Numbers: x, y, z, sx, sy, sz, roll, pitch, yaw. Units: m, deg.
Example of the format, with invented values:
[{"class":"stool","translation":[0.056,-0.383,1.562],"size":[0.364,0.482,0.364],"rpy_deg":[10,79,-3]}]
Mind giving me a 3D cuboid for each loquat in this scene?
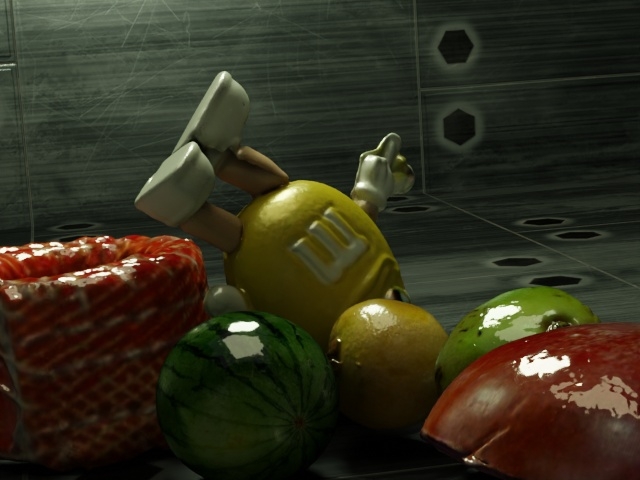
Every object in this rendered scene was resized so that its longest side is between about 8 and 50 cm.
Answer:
[{"class":"loquat","translation":[0.073,0.136,1.598],"size":[0.163,0.137,0.163],"rpy_deg":[-2,-32,-2]}]

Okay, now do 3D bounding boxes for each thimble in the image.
[{"class":"thimble","translation":[-0.284,0.123,1.731],"size":[0.350,0.231,0.350],"rpy_deg":[-5,8,1]}]

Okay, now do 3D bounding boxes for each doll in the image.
[{"class":"doll","translation":[-0.031,-0.004,1.721],"size":[0.423,0.348,0.161],"rpy_deg":[17,-18,-31]}]

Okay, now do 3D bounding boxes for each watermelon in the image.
[{"class":"watermelon","translation":[-0.083,0.164,1.520],"size":[0.188,0.188,0.214],"rpy_deg":[-10,18,-36]}]

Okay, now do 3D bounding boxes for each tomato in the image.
[{"class":"tomato","translation":[0.251,0.151,1.206],"size":[0.289,0.176,0.335],"rpy_deg":[20,-3,-18]}]

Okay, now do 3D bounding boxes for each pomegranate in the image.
[{"class":"pomegranate","translation":[0.191,0.149,1.511],"size":[0.159,0.190,0.241],"rpy_deg":[-15,14,-21]}]
